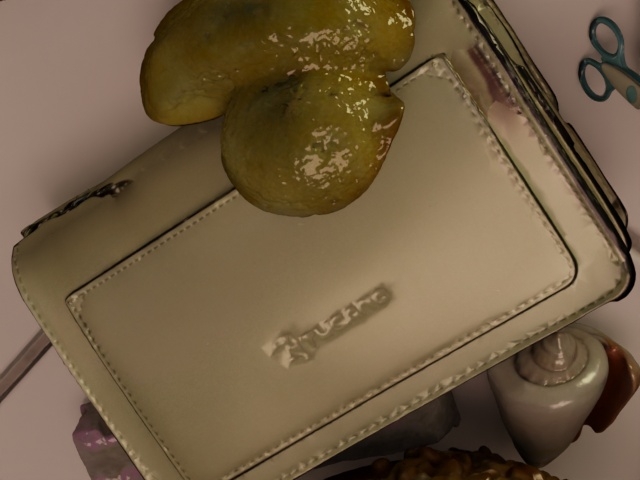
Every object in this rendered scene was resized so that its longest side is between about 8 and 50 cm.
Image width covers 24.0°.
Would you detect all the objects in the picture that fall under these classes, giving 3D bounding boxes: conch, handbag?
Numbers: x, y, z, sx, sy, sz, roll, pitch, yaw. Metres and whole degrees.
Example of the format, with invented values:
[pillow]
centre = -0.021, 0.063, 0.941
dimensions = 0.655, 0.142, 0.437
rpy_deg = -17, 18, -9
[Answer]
[conch]
centre = 0.183, 0.123, 1.137
dimensions = 0.104, 0.094, 0.176
rpy_deg = -36, 132, -24
[handbag]
centre = 0.000, 0.000, 1.004
dimensions = 0.358, 0.160, 0.237
rpy_deg = -31, 101, 17

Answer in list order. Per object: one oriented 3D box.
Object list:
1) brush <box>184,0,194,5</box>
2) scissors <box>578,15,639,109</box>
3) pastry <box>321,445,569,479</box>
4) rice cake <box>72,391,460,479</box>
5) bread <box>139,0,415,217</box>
[brush]
centre = -0.073, -0.252, 0.905
dimensions = 0.103, 0.047, 0.233
rpy_deg = -15, 122, 13
[scissors]
centre = 0.204, -0.098, 0.976
dimensions = 0.014, 0.119, 0.058
rpy_deg = -7, 128, -25
[pastry]
centre = 0.086, 0.299, 1.057
dimensions = 0.409, 0.409, 0.245
rpy_deg = 1, 115, -2
[rice cake]
centre = -0.047, 0.140, 1.167
dimensions = 0.298, 0.050, 0.106
rpy_deg = -15, 123, 9
[bread]
centre = -0.038, -0.090, 0.899
dimensions = 0.187, 0.065, 0.149
rpy_deg = 3, 87, 24
